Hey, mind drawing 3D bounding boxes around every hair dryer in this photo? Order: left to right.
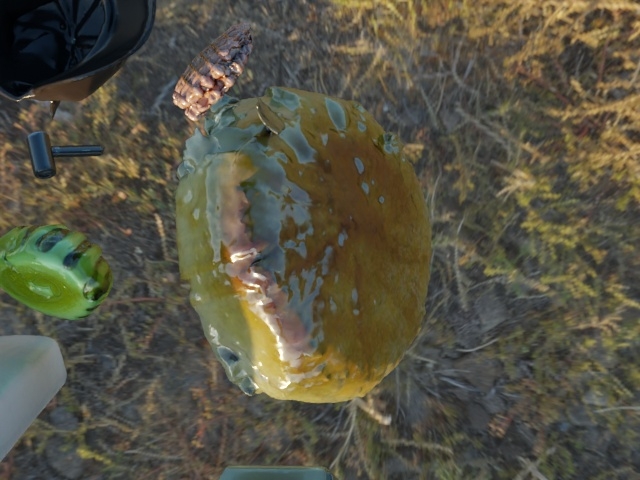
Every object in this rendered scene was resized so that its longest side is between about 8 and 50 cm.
[{"bbox_3d":[-0.276,-0.094,1.076,0.083,0.026,0.047,-6,70,-34],"label":"hair dryer"}]

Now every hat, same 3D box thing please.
[{"bbox_3d":[-0.303,-0.276,1.291,0.336,0.209,0.238,11,87,32],"label":"hat"}]

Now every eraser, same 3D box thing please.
[{"bbox_3d":[-0.405,0.187,1.070,0.189,0.290,0.104,-16,99,3],"label":"eraser"}]

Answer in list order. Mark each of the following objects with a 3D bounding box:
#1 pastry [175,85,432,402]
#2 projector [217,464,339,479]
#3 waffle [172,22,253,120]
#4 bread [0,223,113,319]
[{"bbox_3d":[0.000,0.000,0.966,0.136,0.330,0.329,-11,80,42],"label":"pastry"},{"bbox_3d":[-0.077,0.408,1.178,0.194,0.088,0.269,-4,55,21],"label":"projector"},{"bbox_3d":[-0.081,-0.130,0.752,0.029,0.083,0.075,37,43,-23],"label":"waffle"},{"bbox_3d":[-0.292,0.031,1.083,0.130,0.139,0.071,43,49,-18],"label":"bread"}]
